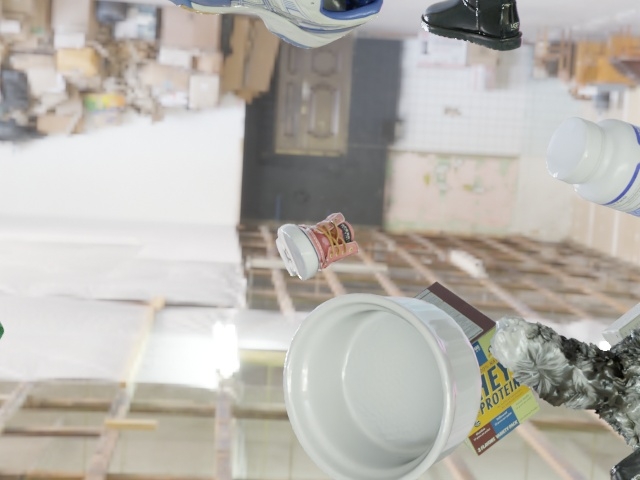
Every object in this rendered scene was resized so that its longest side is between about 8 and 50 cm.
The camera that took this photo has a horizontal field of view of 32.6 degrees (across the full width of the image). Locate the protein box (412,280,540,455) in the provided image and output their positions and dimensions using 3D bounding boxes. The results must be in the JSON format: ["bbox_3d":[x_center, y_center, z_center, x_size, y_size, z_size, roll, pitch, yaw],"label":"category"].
[{"bbox_3d":[0.230,0.211,1.843,0.136,0.200,0.201,-35,-151,-10],"label":"protein box"}]

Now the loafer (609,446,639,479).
[{"bbox_3d":[0.373,0.177,1.102,0.223,0.078,0.076,-32,156,-14],"label":"loafer"}]

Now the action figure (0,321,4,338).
[{"bbox_3d":[-0.449,0.017,1.350,0.063,0.137,0.232,-6,-143,-30],"label":"action figure"}]

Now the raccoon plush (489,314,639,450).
[{"bbox_3d":[0.502,0.172,1.627,0.446,0.216,0.299,34,-159,11],"label":"raccoon plush"}]

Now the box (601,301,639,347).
[{"bbox_3d":[0.637,0.115,1.921,0.275,0.094,0.113,-36,176,-5],"label":"box"}]

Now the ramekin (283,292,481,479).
[{"bbox_3d":[0.095,0.209,1.569,0.277,0.277,0.135,7,-174,36],"label":"ramekin"}]

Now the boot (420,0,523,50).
[{"bbox_3d":[0.281,-0.475,2.016,0.094,0.207,0.246,-21,-149,-30],"label":"boot"}]

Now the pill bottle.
[{"bbox_3d":[0.537,-0.126,1.919,0.272,0.152,0.152,15,180,-23],"label":"pill bottle"}]

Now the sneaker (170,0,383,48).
[{"bbox_3d":[-0.057,-0.298,1.184,0.296,0.112,0.131,8,169,-43],"label":"sneaker"}]

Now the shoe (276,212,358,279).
[{"bbox_3d":[0.000,0.000,1.218,0.081,0.063,0.178,-25,180,-7],"label":"shoe"}]
